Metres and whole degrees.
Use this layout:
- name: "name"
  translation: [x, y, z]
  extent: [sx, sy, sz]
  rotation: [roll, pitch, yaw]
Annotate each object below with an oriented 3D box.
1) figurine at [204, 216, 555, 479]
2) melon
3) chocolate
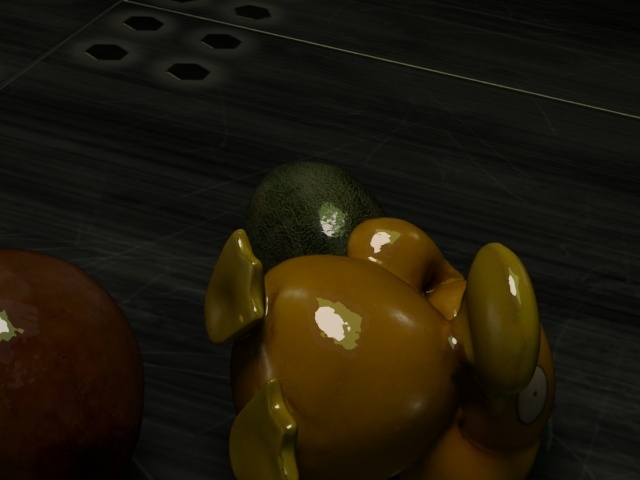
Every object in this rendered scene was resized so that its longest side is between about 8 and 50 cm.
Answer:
- name: "figurine"
  translation: [0.045, 0.083, 0.792]
  extent: [0.228, 0.215, 0.215]
  rotation: [-9, 34, -5]
- name: "melon"
  translation: [0.000, 0.000, 0.965]
  extent: [0.114, 0.114, 0.167]
  rotation: [-5, 31, -19]
- name: "chocolate"
  translation: [-0.181, 0.088, 0.740]
  extent: [0.177, 0.177, 0.177]
  rotation: [5, 32, -3]
